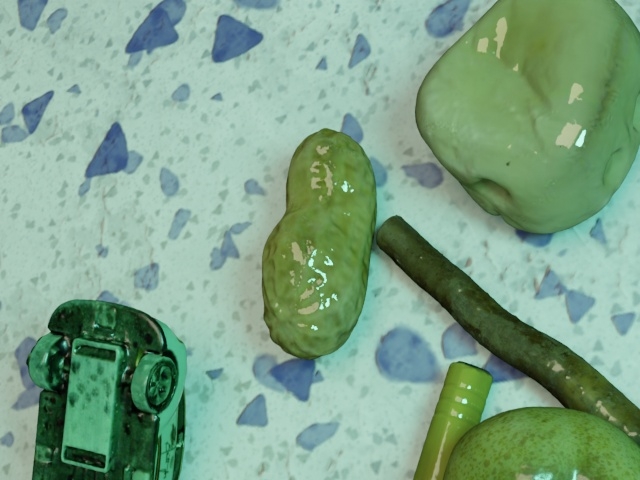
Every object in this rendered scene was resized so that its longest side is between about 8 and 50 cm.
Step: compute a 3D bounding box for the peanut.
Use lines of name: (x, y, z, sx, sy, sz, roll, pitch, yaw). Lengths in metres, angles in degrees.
peanut: (0.000, 0.000, 1.187, 0.095, 0.108, 0.226, -2, 66, 34)

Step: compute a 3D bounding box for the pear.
pear: (0.173, 0.205, 0.967, 0.167, 0.136, 0.167, 2, 107, 8)

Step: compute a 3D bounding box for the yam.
yam: (0.161, 0.077, 1.102, 0.045, 0.045, 0.327, -24, 48, -30)

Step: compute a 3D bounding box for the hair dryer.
hair dryer: (0.078, 0.233, 1.067, 0.134, 0.090, 0.279, 6, 66, 33)

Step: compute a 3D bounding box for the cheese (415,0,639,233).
cheese: (0.187, -0.124, 1.131, 0.217, 0.117, 0.235, -11, 61, 27)

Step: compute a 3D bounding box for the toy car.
toy car: (-0.195, 0.207, 1.198, 0.136, 0.125, 0.306, 8, 95, 26)
